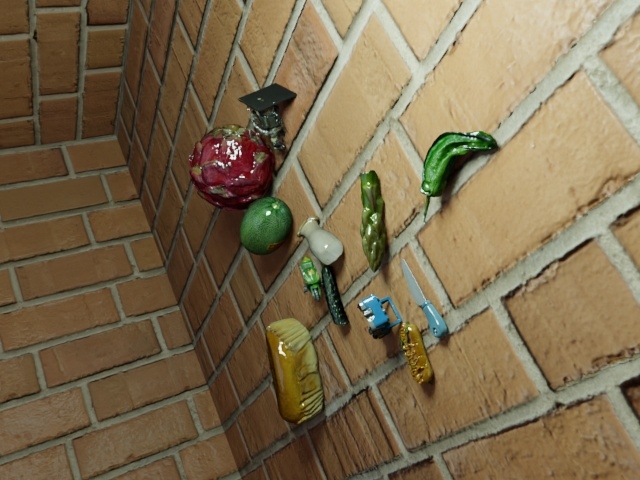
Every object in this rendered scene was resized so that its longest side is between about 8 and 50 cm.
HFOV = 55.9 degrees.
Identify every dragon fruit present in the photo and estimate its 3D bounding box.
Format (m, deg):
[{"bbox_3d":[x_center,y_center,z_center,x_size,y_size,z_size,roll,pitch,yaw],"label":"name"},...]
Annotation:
[{"bbox_3d":[-0.324,-0.264,2.198,0.329,0.329,0.329,32,129,51],"label":"dragon fruit"}]

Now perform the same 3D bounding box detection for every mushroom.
[{"bbox_3d":[-0.001,0.000,1.975,0.212,0.088,0.097,54,135,44],"label":"mushroom"}]

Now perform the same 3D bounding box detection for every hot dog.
[{"bbox_3d":[0.263,0.320,1.685,0.072,0.055,0.188,-30,75,58],"label":"hot dog"}]

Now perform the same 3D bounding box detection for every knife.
[{"bbox_3d":[0.271,0.158,1.635,0.058,0.032,0.244,102,147,-51],"label":"knife"}]

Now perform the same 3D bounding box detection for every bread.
[{"bbox_3d":[-0.111,0.493,2.281,0.236,0.183,0.389,-29,77,63],"label":"bread"}]

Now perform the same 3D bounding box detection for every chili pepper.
[{"bbox_3d":[0.296,-0.170,1.406,0.122,0.065,0.279,64,145,27],"label":"chili pepper"}]

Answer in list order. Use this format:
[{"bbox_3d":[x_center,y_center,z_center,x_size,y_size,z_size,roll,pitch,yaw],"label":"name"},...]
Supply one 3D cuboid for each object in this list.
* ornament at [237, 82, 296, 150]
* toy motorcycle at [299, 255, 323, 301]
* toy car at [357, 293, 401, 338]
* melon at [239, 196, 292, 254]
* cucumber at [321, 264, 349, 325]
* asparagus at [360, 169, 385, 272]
[{"bbox_3d":[-0.169,-0.404,2.062,0.153,0.166,0.196,38,149,49],"label":"ornament"},{"bbox_3d":[-0.032,0.131,2.067,0.190,0.074,0.106,-115,10,-64],"label":"toy motorcycle"},{"bbox_3d":[0.172,0.215,1.742,0.097,0.100,0.191,64,-178,21],"label":"toy car"},{"bbox_3d":[-0.197,-0.056,2.196,0.182,0.182,0.288,65,150,20],"label":"melon"},{"bbox_3d":[0.042,0.181,2.015,0.058,0.052,0.215,-22,82,39],"label":"cucumber"},{"bbox_3d":[0.148,-0.052,1.706,0.080,0.080,0.287,-3,92,60],"label":"asparagus"}]
